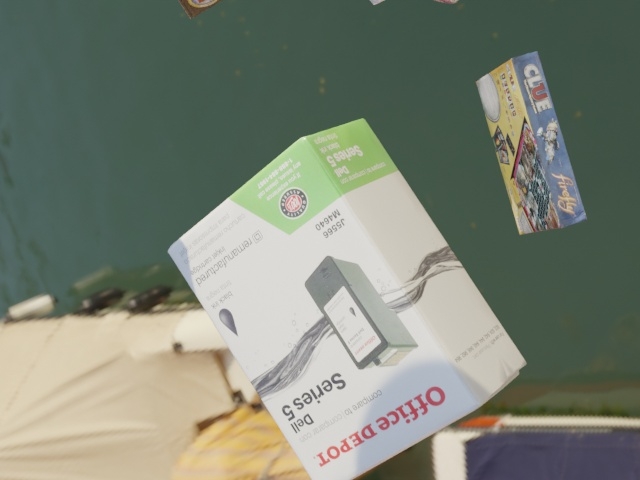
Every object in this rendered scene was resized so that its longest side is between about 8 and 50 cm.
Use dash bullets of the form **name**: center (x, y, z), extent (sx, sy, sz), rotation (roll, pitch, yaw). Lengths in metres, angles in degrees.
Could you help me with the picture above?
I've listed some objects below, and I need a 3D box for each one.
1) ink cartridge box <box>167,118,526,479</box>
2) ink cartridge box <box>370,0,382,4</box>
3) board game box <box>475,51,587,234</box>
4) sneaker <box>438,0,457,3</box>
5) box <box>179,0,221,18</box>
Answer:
- **ink cartridge box**: center (0.022, 0.060, 1.026), extent (0.198, 0.115, 0.273), rotation (-37, 83, 33)
- **ink cartridge box**: center (0.125, -0.436, 1.893), extent (0.029, 0.063, 0.115), rotation (45, 161, -16)
- **board game box**: center (0.299, -0.133, 1.625), extent (0.165, 0.042, 0.243), rotation (165, 89, -80)
- **sneaker**: center (0.086, -0.353, 1.182), extent (0.236, 0.104, 0.095), rotation (46, 172, -22)
- **box**: center (-0.166, -0.541, 2.047), extent (0.060, 0.270, 0.216), rotation (61, -179, 23)
